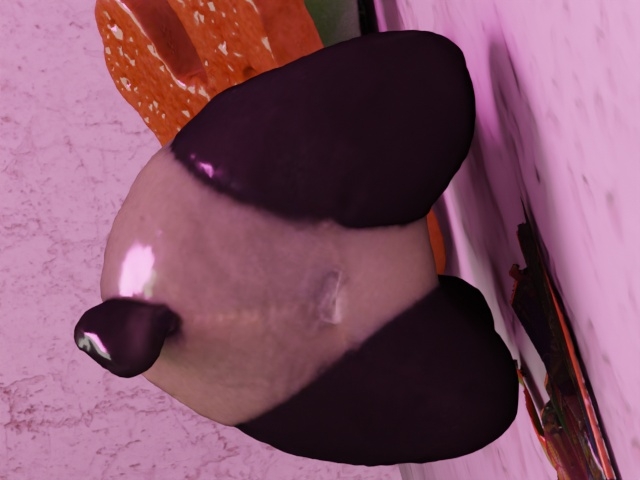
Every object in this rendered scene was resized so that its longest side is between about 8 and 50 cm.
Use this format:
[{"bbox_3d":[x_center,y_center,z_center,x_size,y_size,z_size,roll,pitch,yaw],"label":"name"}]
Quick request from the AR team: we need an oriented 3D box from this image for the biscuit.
[{"bbox_3d":[-0.014,-0.028,0.663,0.334,0.047,0.202,59,149,-6],"label":"biscuit"}]

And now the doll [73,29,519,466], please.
[{"bbox_3d":[0.000,-0.001,0.428,0.234,0.135,0.143,-54,-44,-78],"label":"doll"}]

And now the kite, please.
[{"bbox_3d":[0.092,0.106,0.395,0.183,0.014,0.241,-103,-2,-58],"label":"kite"}]

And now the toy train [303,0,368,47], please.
[{"bbox_3d":[-0.036,-0.168,0.787,0.243,0.132,0.188,-108,8,-49],"label":"toy train"}]
